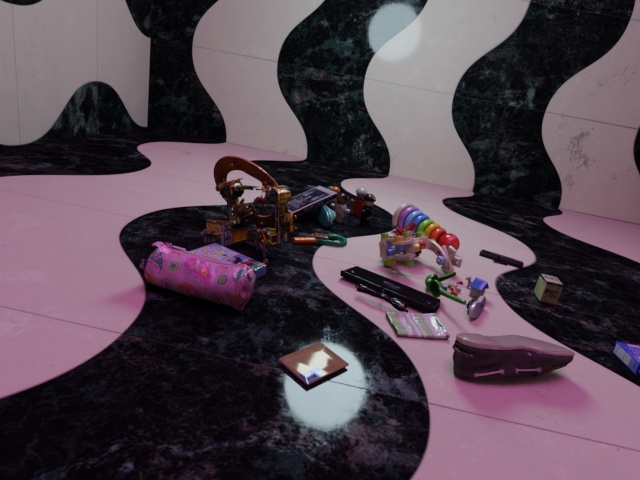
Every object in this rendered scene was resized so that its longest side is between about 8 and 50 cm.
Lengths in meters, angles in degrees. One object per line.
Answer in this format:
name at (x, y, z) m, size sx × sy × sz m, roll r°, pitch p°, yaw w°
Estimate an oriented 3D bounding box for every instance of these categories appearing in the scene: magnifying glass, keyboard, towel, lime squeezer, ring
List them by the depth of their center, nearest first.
towel at (0.264, 0.228, 1.174) m, size 0.152 × 0.023 × 0.113 m, roll 6°, pitch 20°, yaw -13°
keyboard at (0.203, 0.157, 1.329) m, size 0.317 × 0.033 × 0.201 m, roll 20°, pitch 15°, yaw 27°
lime squeezer at (0.394, 0.153, 1.387) m, size 0.109 × 0.059 × 0.310 m, roll 17°, pitch 14°, yaw 8°
ring at (-0.267, -0.167, 1.602) m, size 0.336 × 0.337 × 0.032 m, roll 19°, pitch 52°, yaw 23°
magnifying glass at (0.000, 0.000, 1.667) m, size 0.230 × 0.026 × 0.092 m, roll 1°, pitch 21°, yaw -29°
keyboard at (0.781, 0.078, 1.855) m, size 0.180 × 0.023 × 0.108 m, roll 19°, pitch 21°, yaw 24°

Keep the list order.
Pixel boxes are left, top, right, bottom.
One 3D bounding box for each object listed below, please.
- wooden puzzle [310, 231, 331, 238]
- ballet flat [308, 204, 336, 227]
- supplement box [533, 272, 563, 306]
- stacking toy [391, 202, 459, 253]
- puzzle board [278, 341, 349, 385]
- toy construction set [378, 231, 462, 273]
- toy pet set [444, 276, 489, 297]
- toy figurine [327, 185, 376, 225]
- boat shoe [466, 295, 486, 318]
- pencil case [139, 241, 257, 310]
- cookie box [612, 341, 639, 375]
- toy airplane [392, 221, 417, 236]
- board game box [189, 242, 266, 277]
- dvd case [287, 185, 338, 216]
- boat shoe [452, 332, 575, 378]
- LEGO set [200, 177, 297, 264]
wooden puzzle at (0.002, -0.019, 1.672) m, size 0.083 × 0.006 × 0.049 m, roll 7°, pitch 19°, yaw -14°
ballet flat at (0.019, -0.124, 1.927) m, size 0.087 × 0.083 × 0.247 m, roll 5°, pitch 20°, yaw -29°
supplement box at (0.802, 0.173, 1.514) m, size 0.056 × 0.083 × 0.083 m, roll 13°, pitch 20°, yaw 7°
stacking toy at (0.472, -0.046, 1.885) m, size 0.141 × 0.141 × 0.330 m, roll -5°, pitch 29°, yaw -38°
puzzle board at (-0.014, 0.268, 0.940) m, size 0.128 × 0.011 × 0.096 m, roll -11°, pitch 30°, yaw -44°
toy construction set at (0.351, 0.031, 1.570) m, size 0.327 × 0.151 × 0.215 m, roll 10°, pitch -6°, yaw -25°
toy pet set at (0.500, 0.148, 1.455) m, size 0.122 × 0.065 × 0.114 m, roll -10°, pitch 28°, yaw -44°
toy figurine at (0.141, -0.175, 2.029) m, size 0.209 × 0.148 × 0.213 m, roll 6°, pitch 21°, yaw -12°
boat shoe at (0.474, 0.204, 1.326) m, size 0.040 × 0.049 × 0.142 m, roll 1°, pitch 10°, yaw 35°
pencil case at (-0.312, 0.089, 1.116) m, size 0.284 × 0.124 × 0.124 m, roll 16°, pitch 20°, yaw 11°
cookie box at (0.887, 0.332, 1.187) m, size 0.091 × 0.040 × 0.107 m, roll 10°, pitch 20°, yaw 0°
toy airplane at (0.350, -0.007, 1.724) m, size 0.151 × 0.151 × 0.028 m, roll 20°, pitch 24°, yaw 24°
board game box at (-0.294, 0.073, 1.286) m, size 0.211 × 0.039 × 0.160 m, roll 19°, pitch 22°, yaw 25°
dvd case at (-0.063, -0.177, 1.942) m, size 0.238 × 0.030 × 0.179 m, roll -25°, pitch 27°, yaw -18°
boat shoe at (0.464, 0.289, 1.046) m, size 0.335 × 0.096 × 0.112 m, roll 9°, pitch 6°, yaw -18°
LEGO set at (-0.262, -0.082, 1.430) m, size 0.331 × 0.255 × 0.192 m, roll 19°, pitch 21°, yaw 31°
